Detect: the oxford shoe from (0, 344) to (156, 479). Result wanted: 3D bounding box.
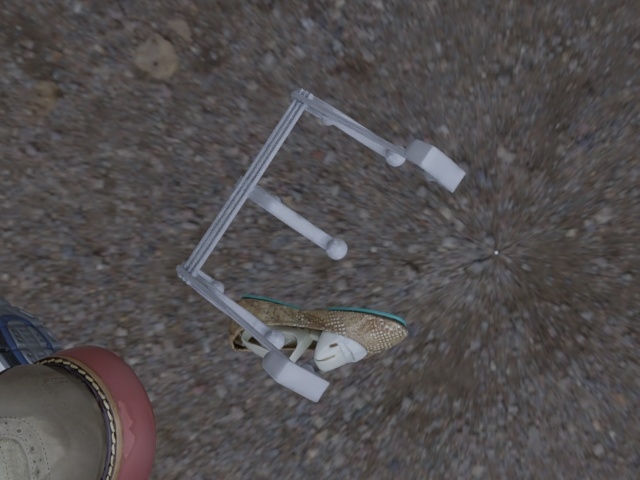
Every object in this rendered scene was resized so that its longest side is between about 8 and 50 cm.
[{"bbox_3d":[-0.216,0.211,0.738,0.123,0.130,0.348,32,109,28],"label":"oxford shoe"}]

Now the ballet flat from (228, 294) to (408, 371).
[{"bbox_3d":[-0.008,0.104,1.414,0.206,0.073,0.067,3,58,30],"label":"ballet flat"}]

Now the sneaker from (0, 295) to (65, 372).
[{"bbox_3d":[-0.364,0.065,1.274,0.129,0.111,0.297,-41,75,22],"label":"sneaker"}]

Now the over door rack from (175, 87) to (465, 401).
[{"bbox_3d":[0.000,0.000,1.265,0.108,0.324,0.240,32,92,-28],"label":"over door rack"}]
